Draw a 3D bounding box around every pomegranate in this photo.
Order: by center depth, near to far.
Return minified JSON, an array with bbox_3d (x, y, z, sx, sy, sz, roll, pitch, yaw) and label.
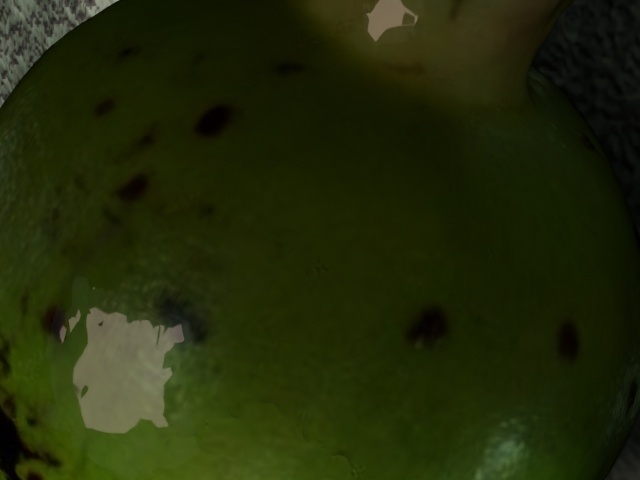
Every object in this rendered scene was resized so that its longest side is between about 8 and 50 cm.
[{"bbox_3d":[0.000,0.000,0.540,0.260,0.260,0.340,47,132,35],"label":"pomegranate"}]
